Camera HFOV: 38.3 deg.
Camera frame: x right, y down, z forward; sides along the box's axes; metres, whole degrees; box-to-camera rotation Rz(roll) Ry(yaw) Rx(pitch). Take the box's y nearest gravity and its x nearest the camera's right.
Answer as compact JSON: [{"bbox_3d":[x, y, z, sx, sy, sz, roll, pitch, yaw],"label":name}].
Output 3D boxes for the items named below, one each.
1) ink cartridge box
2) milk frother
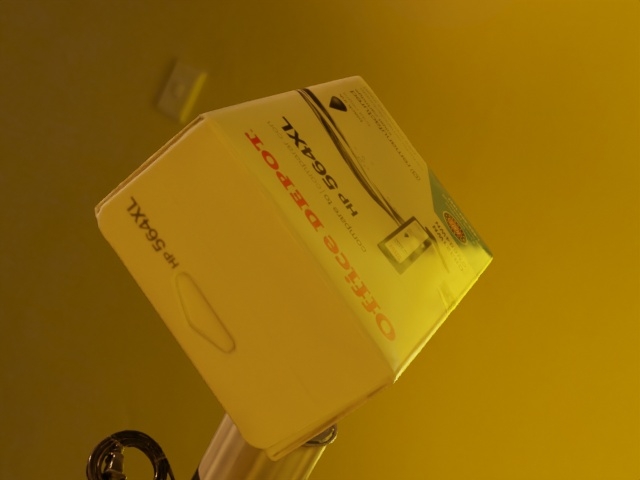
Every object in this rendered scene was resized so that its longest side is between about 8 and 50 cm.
[{"bbox_3d":[0.000,0.000,0.498,0.148,0.086,0.203,54,-154,1],"label":"ink cartridge box"},{"bbox_3d":[-0.086,0.161,0.703,0.143,0.134,0.129,16,-159,-32],"label":"milk frother"}]
